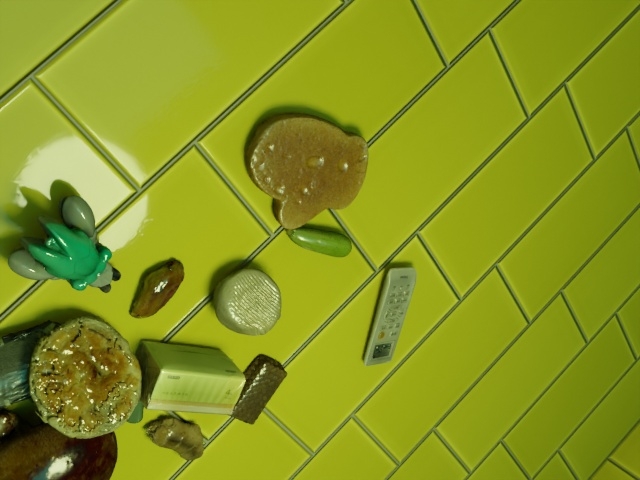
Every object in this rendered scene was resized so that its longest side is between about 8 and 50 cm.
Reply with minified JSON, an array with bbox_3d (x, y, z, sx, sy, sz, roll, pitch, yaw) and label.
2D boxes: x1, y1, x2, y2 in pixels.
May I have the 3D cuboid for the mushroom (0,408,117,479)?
[{"bbox_3d":[-0.624,0.539,1.581,0.345,0.239,0.345,-8,132,-10],"label":"mushroom"}]

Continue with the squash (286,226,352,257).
[{"bbox_3d":[0.000,0.000,1.843,0.201,0.066,0.066,16,100,-32],"label":"squash"}]

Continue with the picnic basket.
[{"bbox_3d":[-0.176,0.408,1.902,0.110,0.055,0.193,35,90,-37],"label":"picnic basket"}]

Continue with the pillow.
[{"bbox_3d":[-0.692,0.275,1.497,0.335,0.092,0.161,-13,87,-25],"label":"pillow"}]

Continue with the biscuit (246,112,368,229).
[{"bbox_3d":[-0.038,-0.167,1.755,0.344,0.057,0.287,9,104,-35],"label":"biscuit"}]

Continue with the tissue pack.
[{"bbox_3d":[-0.325,0.336,1.713,0.234,0.159,0.125,15,101,-35],"label":"tissue pack"}]

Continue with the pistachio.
[{"bbox_3d":[-0.386,0.119,1.658,0.089,0.049,0.173,41,85,-36],"label":"pistachio"}]

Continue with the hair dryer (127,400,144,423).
[{"bbox_3d":[-0.420,0.403,1.763,0.150,0.047,0.071,-10,116,-40],"label":"hair dryer"}]

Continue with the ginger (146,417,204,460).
[{"bbox_3d":[-0.364,0.514,1.818,0.095,0.069,0.190,-39,129,17],"label":"ginger"}]

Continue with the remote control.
[{"bbox_3d":[0.196,0.220,2.063,0.109,0.055,0.313,-2,114,-39],"label":"remote control"}]

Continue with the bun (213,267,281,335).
[{"bbox_3d":[-0.187,0.157,1.757,0.167,0.113,0.173,-20,95,-30],"label":"bun"}]

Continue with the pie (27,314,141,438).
[{"bbox_3d":[-0.510,0.299,1.545,0.274,0.055,0.274,19,64,-45],"label":"pie"}]

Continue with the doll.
[{"bbox_3d":[-0.545,0.034,1.483,0.195,0.153,0.258,-41,144,-34],"label":"doll"}]
